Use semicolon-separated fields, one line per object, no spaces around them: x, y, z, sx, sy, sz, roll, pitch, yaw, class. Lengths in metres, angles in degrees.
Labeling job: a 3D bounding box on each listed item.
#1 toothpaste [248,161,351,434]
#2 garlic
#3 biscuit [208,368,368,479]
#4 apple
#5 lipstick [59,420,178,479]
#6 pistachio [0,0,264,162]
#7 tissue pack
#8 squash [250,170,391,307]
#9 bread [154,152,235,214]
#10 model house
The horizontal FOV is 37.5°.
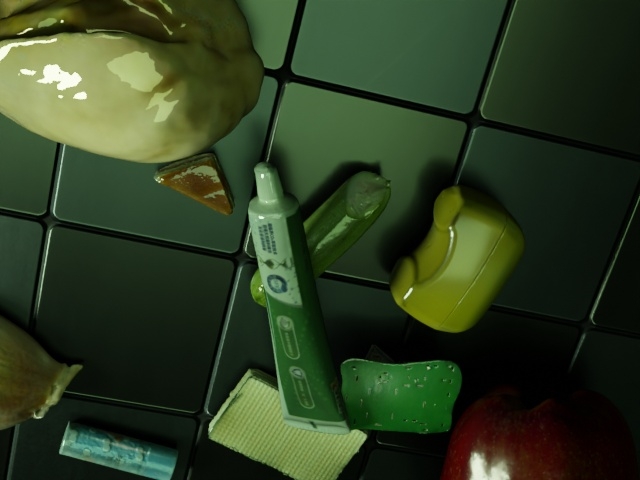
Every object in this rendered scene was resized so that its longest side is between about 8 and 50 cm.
-0.033;0.083;1.177;0.098;0.061;0.392;4;121;25;toothpaste
-0.466;0.147;1.218;0.128;0.148;0.266;-16;124;41;garlic
-0.045;0.268;1.334;0.199;0.040;0.121;30;109;-15;biscuit
0.292;0.355;1.277;0.288;0.288;0.317;0;95;-6;apple
-0.281;0.294;1.317;0.158;0.048;0.048;18;109;-12;lipstick
-0.221;-0.199;1.029;0.321;0.229;0.238;8;155;-1;pistachio
0.182;0.028;1.213;0.127;0.123;0.178;27;106;-11;tissue pack
0.000;0.000;1.213;0.239;0.069;0.069;-44;110;13;squash
-0.148;-0.081;1.178;0.109;0.043;0.062;23;110;-13;bread
0.099;0.192;1.292;0.167;0.088;0.117;1;112;-8;model house
